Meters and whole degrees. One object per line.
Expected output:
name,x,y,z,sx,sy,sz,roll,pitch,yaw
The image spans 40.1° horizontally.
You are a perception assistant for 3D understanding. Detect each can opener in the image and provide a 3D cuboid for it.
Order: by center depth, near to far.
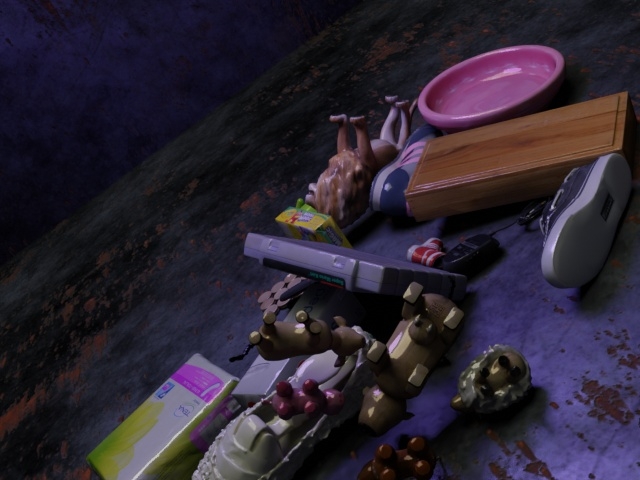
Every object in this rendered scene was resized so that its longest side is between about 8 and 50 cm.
can opener,-0.008,0.094,1.790,0.186,0.059,0.073,-20,25,31

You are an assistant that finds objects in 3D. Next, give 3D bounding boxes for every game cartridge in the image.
game cartridge,0.052,0.048,1.559,0.230,0.068,0.355,2,7,-43

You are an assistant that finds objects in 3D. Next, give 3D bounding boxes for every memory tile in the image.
memory tile,-0.069,0.108,1.903,0.148,0.012,0.113,-37,24,0

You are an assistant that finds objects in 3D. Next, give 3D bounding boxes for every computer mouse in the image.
computer mouse,0.323,-0.005,1.573,0.242,0.041,0.071,-32,16,-6

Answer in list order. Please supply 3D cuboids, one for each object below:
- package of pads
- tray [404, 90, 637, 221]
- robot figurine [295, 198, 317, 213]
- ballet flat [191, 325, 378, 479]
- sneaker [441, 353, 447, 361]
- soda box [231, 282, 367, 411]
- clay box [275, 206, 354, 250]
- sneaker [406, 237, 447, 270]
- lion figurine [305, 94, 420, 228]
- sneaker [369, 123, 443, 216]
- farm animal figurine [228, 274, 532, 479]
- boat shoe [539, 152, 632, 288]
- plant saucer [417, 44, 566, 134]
package of pads,-0.266,0.356,1.601,0.296,0.101,0.229,-44,24,-17
tray,0.378,-0.159,1.665,0.411,0.076,0.203,-12,32,30
robot figurine,-0.018,-0.059,2.073,0.115,0.067,0.101,-43,55,-17
ballet flat,-0.060,0.279,1.388,0.409,0.147,0.147,-42,25,-15
sneaker,0.169,0.197,1.411,0.083,0.032,0.037,-19,42,44
soda box,-0.034,0.202,1.586,0.098,0.091,0.286,-9,35,46
clay box,0.000,0.000,1.868,0.053,0.127,0.222,-43,26,-17
sneaker,0.215,0.028,1.628,0.067,0.042,0.118,24,23,30
lion figurine,0.127,-0.183,1.976,0.392,0.240,0.142,-24,23,-38
sneaker,0.226,-0.146,1.907,0.131,0.112,0.319,15,43,24
farm animal figurine,0.088,0.188,1.277,0.327,0.330,0.172,-39,-20,-7
boat shoe,0.406,-0.030,1.415,0.102,0.108,0.301,-14,32,48
plant saucer,0.386,-0.325,1.955,0.332,0.084,0.332,-18,30,11
